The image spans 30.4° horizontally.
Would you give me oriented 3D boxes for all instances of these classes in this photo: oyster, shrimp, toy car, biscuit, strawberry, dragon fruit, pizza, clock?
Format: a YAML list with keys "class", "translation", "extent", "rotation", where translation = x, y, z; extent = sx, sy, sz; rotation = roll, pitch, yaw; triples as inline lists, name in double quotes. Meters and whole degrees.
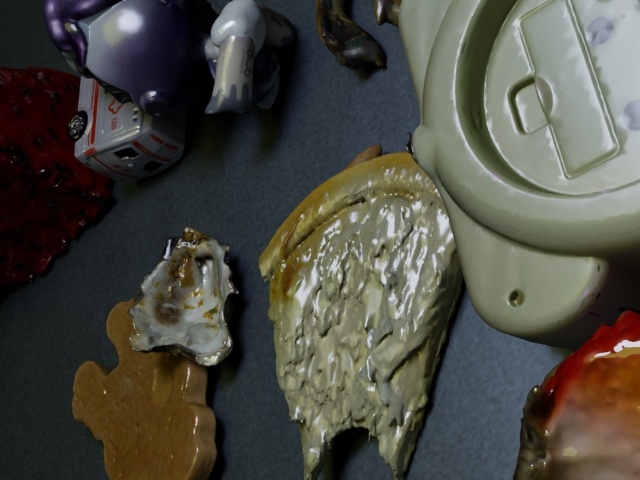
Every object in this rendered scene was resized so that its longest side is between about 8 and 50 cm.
- class: "oyster"
  translation: [-0.114, 0.049, 1.040]
  extent: [0.103, 0.051, 0.148]
  rotation: [-2, 56, 16]
- class: "shrimp"
  translation: [0.038, -0.214, 0.999]
  extent: [0.145, 0.059, 0.254]
  rotation: [-33, 49, 38]
- class: "toy car"
  translation: [-0.190, -0.168, 1.215]
  extent: [0.108, 0.089, 0.209]
  rotation: [-19, 59, 37]
- class: "biscuit"
  translation: [-0.154, 0.148, 1.052]
  extent: [0.236, 0.040, 0.144]
  rotation: [42, 111, 49]
- class: "strawberry"
  translation: [0.219, 0.125, 0.582]
  extent: [0.237, 0.111, 0.190]
  rotation: [12, 110, 29]
- class: "dragon fruit"
  translation: [-0.429, -0.063, 1.314]
  extent: [0.329, 0.286, 0.227]
  rotation: [-46, 45, 36]
- class: "pizza"
  translation: [0.023, 0.058, 0.867]
  extent: [0.181, 0.034, 0.262]
  rotation: [4, 77, 35]
- class: "clock"
  translation: [0.200, -0.106, 0.691]
  extent: [0.309, 0.114, 0.283]
  rotation: [-29, 59, 34]

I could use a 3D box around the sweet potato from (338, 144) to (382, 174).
- class: "sweet potato"
  translation: [-0.001, -0.002, 0.951]
  extent: [0.044, 0.044, 0.179]
  rotation: [36, 98, 51]

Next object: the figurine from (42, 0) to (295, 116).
- class: "figurine"
  translation: [-0.150, -0.184, 1.077]
  extent: [0.222, 0.145, 0.145]
  rotation: [8, 75, 18]
